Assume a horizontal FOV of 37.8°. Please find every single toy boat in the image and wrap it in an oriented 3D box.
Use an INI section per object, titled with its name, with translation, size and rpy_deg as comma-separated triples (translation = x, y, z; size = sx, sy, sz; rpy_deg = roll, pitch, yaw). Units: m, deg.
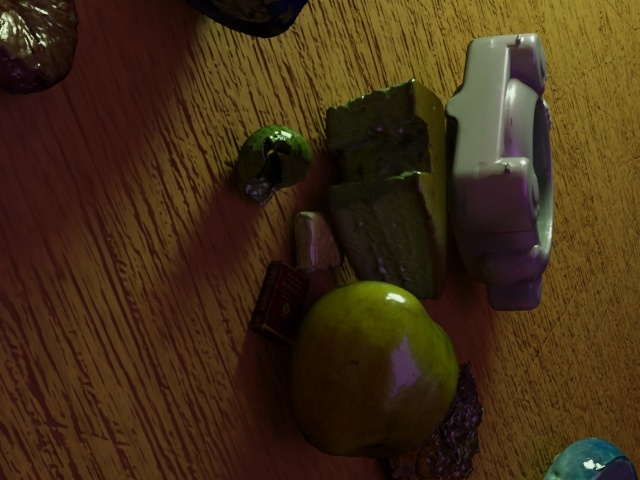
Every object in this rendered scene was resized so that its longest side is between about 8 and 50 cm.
[toy boat]
translation = 0.385, 0.468, 1.473
size = 0.215, 0.123, 0.330
rpy_deg = 20, 84, -39

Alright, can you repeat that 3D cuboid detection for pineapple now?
[pineapple]
translation = 0.153, 0.231, 1.210
size = 0.225, 0.076, 0.225
rpy_deg = 6, 82, -54

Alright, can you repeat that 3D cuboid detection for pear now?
[pear]
translation = 0.054, 0.143, 1.016
size = 0.200, 0.200, 0.200
rpy_deg = 3, 87, -49

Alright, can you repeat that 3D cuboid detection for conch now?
[conch]
translation = -0.050, -0.080, 0.988
size = 0.121, 0.074, 0.089
rpy_deg = 40, 69, -86

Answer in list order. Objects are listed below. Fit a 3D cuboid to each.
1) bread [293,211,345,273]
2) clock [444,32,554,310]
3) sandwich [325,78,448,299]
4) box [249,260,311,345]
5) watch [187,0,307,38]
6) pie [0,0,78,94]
[bread]
translation = 0.000, 0.000, 1.075
size = 0.083, 0.035, 0.070
rpy_deg = -9, 96, -56
[clock]
translation = 0.249, -0.077, 1.248
size = 0.322, 0.113, 0.295
rpy_deg = 63, 31, -50
[sandwich]
translation = 0.084, -0.050, 1.078
size = 0.128, 0.122, 0.235
rpy_deg = 23, 61, -61
[box]
translation = -0.043, 0.069, 1.029
size = 0.051, 0.023, 0.082
rpy_deg = 37, 61, -41
[watch]
translation = -0.051, -0.316, 0.911
size = 0.171, 0.196, 0.200
rpy_deg = 47, 62, -49
[pie]
translation = -0.252, -0.191, 0.757
size = 0.153, 0.038, 0.153
rpy_deg = -10, 90, -68
